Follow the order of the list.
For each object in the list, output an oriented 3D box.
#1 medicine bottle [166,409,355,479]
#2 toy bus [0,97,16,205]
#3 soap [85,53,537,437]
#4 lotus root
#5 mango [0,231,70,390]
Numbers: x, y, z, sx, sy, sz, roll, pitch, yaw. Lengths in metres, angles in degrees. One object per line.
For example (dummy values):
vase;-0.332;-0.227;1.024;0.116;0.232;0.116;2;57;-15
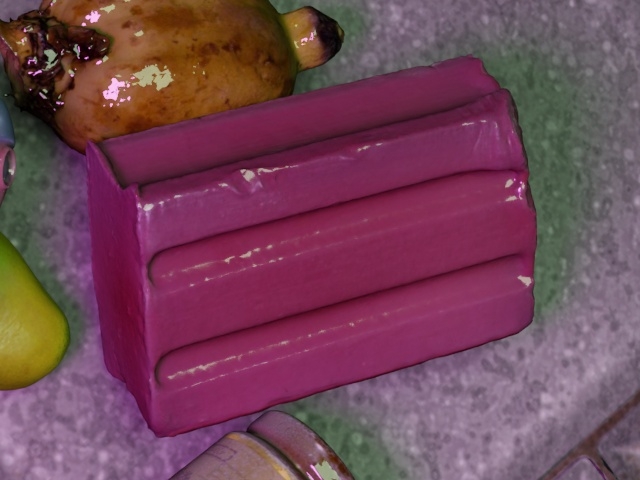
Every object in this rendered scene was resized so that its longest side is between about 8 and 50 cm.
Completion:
medicine bottle;-0.118;0.283;1.584;0.322;0.151;0.151;-37;94;-22
toy bus;-0.370;-0.012;1.485;0.197;0.294;0.232;-6;92;-62
soap;0.000;0.000;1.637;0.359;0.128;0.233;-15;124;-22
lotus root;-0.126;-0.147;1.664;0.314;0.141;0.169;-6;68;-22
mango;-0.282;0.054;1.600;0.117;0.089;0.163;-40;96;-21
